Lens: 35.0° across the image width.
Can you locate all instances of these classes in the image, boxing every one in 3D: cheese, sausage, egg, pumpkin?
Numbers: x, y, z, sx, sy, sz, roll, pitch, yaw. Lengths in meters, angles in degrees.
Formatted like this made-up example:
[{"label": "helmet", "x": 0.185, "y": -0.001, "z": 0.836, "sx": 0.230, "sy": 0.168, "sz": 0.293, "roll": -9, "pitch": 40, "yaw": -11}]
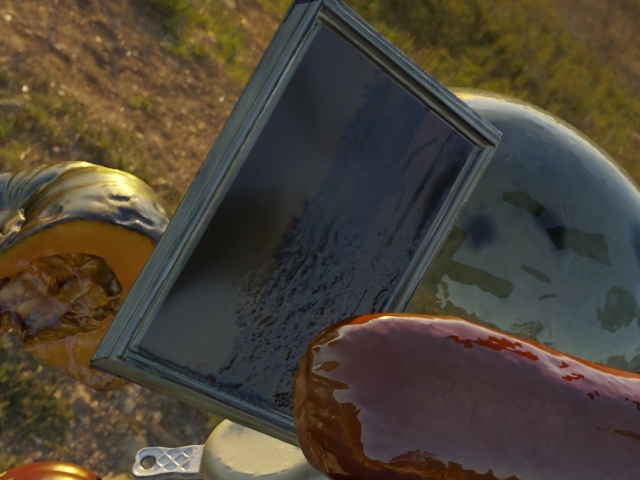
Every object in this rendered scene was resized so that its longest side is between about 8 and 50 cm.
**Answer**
[{"label": "cheese", "x": -0.113, "y": 0.295, "z": 1.294, "sx": 0.249, "sy": 0.071, "sz": 0.163, "roll": -17, "pitch": 39, "yaw": -8}, {"label": "sausage", "x": 0.126, "y": 0.103, "z": 0.502, "sx": 0.300, "sy": 0.083, "sz": 0.089, "roll": 18, "pitch": 84, "yaw": -16}, {"label": "egg", "x": 0.168, "y": 0.026, "z": 1.049, "sx": 0.428, "sy": 0.345, "sz": 0.345, "roll": 22, "pitch": 40, "yaw": 9}, {"label": "pumpkin", "x": -0.256, "y": 0.042, "z": 0.905, "sx": 0.280, "sy": 0.190, "sz": 0.139, "roll": -14, "pitch": 35, "yaw": -6}]

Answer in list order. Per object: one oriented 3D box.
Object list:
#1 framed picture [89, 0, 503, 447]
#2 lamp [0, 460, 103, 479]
[{"label": "framed picture", "x": 0.000, "y": 0.000, "z": 0.621, "sx": 0.197, "sy": 0.252, "sz": 0.014, "roll": 31, "pitch": -3, "yaw": -38}, {"label": "lamp", "x": -0.133, "y": 0.143, "z": 0.448, "sx": 0.090, "sy": 0.101, "sz": 0.101, "roll": 56, "pitch": 38, "yaw": -14}]
